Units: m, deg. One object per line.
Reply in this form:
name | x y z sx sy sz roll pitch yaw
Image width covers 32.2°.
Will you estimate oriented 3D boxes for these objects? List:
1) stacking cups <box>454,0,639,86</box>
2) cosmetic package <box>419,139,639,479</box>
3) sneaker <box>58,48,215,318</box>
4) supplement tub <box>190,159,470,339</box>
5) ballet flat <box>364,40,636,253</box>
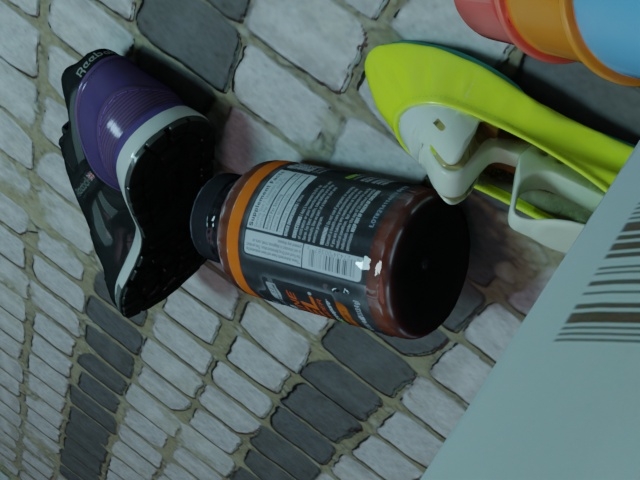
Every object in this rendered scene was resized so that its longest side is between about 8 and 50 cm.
stacking cups | 0.141 -0.086 0.419 0.096 0.096 0.316 51 173 -21
cosmetic package | 0.308 0.124 0.394 0.327 0.329 0.393 -4 130 49
sneaker | -0.158 -0.049 0.931 0.124 0.107 0.283 45 150 19
supplement tub | 0.000 0.000 0.792 0.198 0.106 0.106 13 142 38
ballet flat | 0.110 -0.044 0.635 0.231 0.077 0.077 28 149 18
